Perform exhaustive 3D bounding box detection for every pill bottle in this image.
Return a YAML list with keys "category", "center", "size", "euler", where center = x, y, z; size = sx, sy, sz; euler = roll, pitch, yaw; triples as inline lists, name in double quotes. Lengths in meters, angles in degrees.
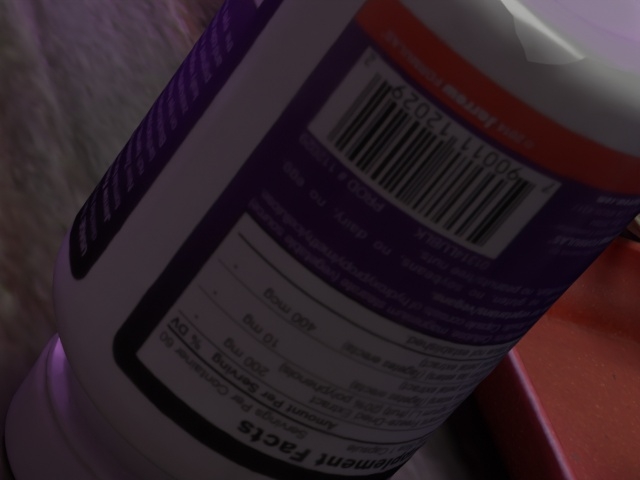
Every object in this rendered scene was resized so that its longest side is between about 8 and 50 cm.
- category: "pill bottle"
  center: [0.000, 0.000, 0.404]
  size: [0.108, 0.193, 0.108]
  euler: [28, 31, -19]

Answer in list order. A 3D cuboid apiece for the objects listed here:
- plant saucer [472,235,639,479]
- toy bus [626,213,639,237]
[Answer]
- category: "plant saucer"
  center: [0.163, 0.108, 0.586]
  size: [0.258, 0.048, 0.259]
  euler: [17, 36, -34]
- category: "toy bus"
  center: [0.071, -0.092, 0.662]
  size: [0.202, 0.104, 0.191]
  euler: [17, 16, -24]
